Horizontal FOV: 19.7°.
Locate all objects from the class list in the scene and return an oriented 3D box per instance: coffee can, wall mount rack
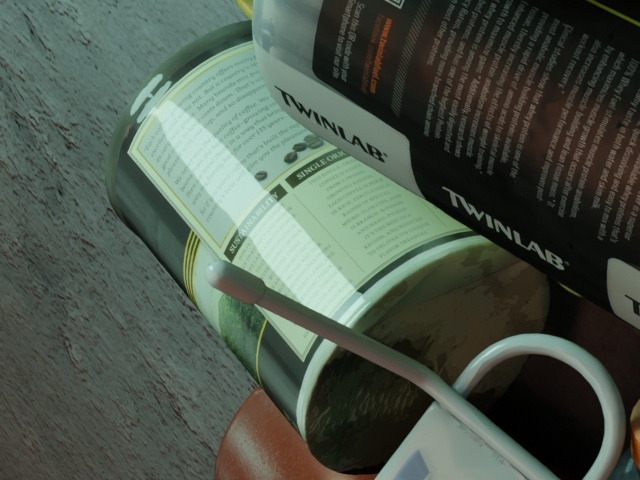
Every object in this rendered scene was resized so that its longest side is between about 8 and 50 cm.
[{"bbox_3d":[0.000,0.000,1.301,0.275,0.201,0.201,48,151,37],"label":"coffee can"},{"bbox_3d":[0.013,0.179,1.145,0.304,0.130,0.350,39,108,12],"label":"wall mount rack"}]

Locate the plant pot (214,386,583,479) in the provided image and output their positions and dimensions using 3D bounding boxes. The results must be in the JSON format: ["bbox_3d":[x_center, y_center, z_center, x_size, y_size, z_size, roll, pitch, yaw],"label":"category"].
[{"bbox_3d":[0.068,0.222,1.396,0.265,0.272,0.272,46,150,40],"label":"plant pot"}]

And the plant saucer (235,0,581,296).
[{"bbox_3d":[0.110,-0.168,1.090,0.333,0.081,0.332,41,149,15],"label":"plant saucer"}]

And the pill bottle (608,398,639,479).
[{"bbox_3d":[0.251,0.208,1.192,0.130,0.130,0.245,28,139,45],"label":"pill bottle"}]

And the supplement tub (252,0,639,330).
[{"bbox_3d":[0.152,-0.075,0.857,0.338,0.207,0.207,33,143,27],"label":"supplement tub"}]
